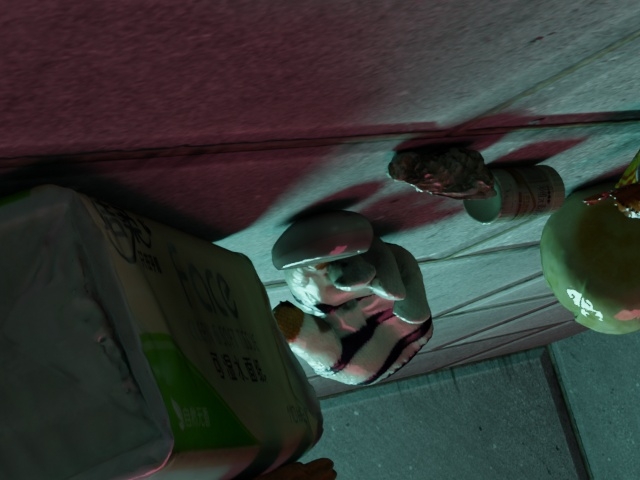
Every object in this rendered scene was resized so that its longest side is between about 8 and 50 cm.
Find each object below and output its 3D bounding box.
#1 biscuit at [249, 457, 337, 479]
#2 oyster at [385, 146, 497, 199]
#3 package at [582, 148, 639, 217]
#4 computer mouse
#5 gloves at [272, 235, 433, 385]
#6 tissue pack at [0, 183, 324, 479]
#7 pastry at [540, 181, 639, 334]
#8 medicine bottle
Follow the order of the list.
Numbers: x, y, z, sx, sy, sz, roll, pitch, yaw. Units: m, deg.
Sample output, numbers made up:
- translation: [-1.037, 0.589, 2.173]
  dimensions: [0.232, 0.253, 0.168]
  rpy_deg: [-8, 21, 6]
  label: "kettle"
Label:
- translation: [-0.054, 0.198, 1.048]
  dimensions: [0.186, 0.036, 0.192]
  rpy_deg: [-31, 169, 30]
  label: "biscuit"
- translation: [0.088, -0.054, 1.078]
  dimensions: [0.098, 0.037, 0.100]
  rpy_deg: [4, -173, -12]
  label: "oyster"
- translation: [0.372, -0.076, 1.200]
  dimensions: [0.288, 0.108, 0.223]
  rpy_deg: [-9, 175, 1]
  label: "package"
- translation: [0.000, -0.002, 1.168]
  dimensions: [0.066, 0.039, 0.096]
  rpy_deg: [-7, 174, -41]
  label: "computer mouse"
- translation: [0.029, 0.048, 1.316]
  dimensions: [0.140, 0.131, 0.219]
  rpy_deg: [-17, 140, 13]
  label: "gloves"
- translation: [-0.211, 0.117, 0.981]
  dimensions: [0.331, 0.205, 0.405]
  rpy_deg: [-23, 169, 8]
  label: "tissue pack"
- translation: [0.296, 0.014, 1.430]
  dimensions: [0.156, 0.156, 0.092]
  rpy_deg: [-15, 164, -8]
  label: "pastry"
- translation: [0.163, -0.039, 1.205]
  dimensions: [0.083, 0.047, 0.047]
  rpy_deg: [-7, 166, -43]
  label: "medicine bottle"
